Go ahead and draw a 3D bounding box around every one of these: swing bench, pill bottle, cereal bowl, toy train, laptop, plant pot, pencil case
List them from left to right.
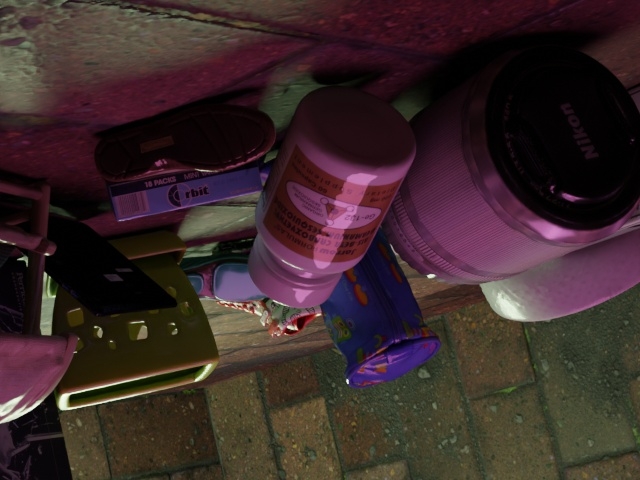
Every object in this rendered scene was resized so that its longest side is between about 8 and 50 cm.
[{"bbox_3d":[-0.382,0.064,1.425,0.165,0.254,0.253,-16,171,16],"label":"swing bench"},{"bbox_3d":[-0.346,0.049,1.676,0.136,0.264,0.234,-53,167,11],"label":"laptop"},{"bbox_3d":[-0.282,0.111,1.981,0.227,0.207,0.228,-11,170,-13],"label":"plant pot"},{"bbox_3d":[-0.124,0.008,2.174,0.083,0.017,0.024,-9,179,-25],"label":"toy train"},{"bbox_3d":[0.002,-0.039,1.472,0.131,0.131,0.229,-7,141,-32],"label":"pill bottle"},{"bbox_3d":[0.030,0.019,1.633,0.119,0.306,0.133,-22,165,-8],"label":"pencil case"},{"bbox_3d":[0.380,-0.027,2.115,0.339,0.141,0.339,-26,-162,9],"label":"cereal bowl"}]

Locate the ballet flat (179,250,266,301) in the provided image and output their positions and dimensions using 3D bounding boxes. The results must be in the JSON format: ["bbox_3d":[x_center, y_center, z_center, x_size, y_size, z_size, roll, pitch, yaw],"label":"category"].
[{"bbox_3d":[-0.182,0.050,2.177,0.247,0.087,0.083,-5,125,-19],"label":"ballet flat"}]

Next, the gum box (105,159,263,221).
[{"bbox_3d":[-0.153,-0.060,1.522,0.157,0.041,0.184,-12,-173,-9],"label":"gum box"}]

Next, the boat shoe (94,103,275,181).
[{"bbox_3d":[-0.133,-0.102,1.419,0.190,0.068,0.072,-6,-175,13],"label":"boat shoe"}]

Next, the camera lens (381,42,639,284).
[{"bbox_3d":[0.205,-0.077,1.524,0.219,0.219,0.274,-8,169,-27],"label":"camera lens"}]

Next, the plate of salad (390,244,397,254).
[{"bbox_3d":[0.169,-0.031,1.988,0.200,0.048,0.200,-17,161,-6],"label":"plate of salad"}]

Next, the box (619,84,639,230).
[{"bbox_3d":[0.381,-0.089,1.854,0.087,0.169,0.290,-5,167,-40],"label":"box"}]

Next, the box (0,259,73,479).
[{"bbox_3d":[-0.513,0.205,1.803,0.179,0.343,0.312,-19,170,27],"label":"box"}]

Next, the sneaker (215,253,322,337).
[{"bbox_3d":[-0.114,0.100,2.332,0.270,0.145,0.090,-18,170,25],"label":"sneaker"}]
